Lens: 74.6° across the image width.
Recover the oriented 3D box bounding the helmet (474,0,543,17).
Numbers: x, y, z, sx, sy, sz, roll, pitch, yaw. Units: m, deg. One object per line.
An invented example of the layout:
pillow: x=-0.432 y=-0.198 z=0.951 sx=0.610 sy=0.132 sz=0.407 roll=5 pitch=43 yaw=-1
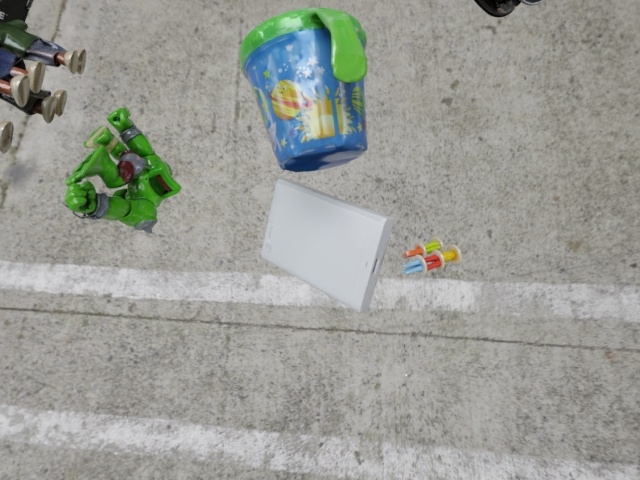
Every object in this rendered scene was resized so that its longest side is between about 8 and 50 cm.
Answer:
helmet: x=0.345 y=-0.481 z=0.709 sx=0.169 sy=0.169 sz=0.161 roll=41 pitch=102 yaw=20

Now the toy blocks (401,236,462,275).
toy blocks: x=0.248 y=0.042 z=1.030 sx=0.148 sy=0.123 sz=0.054 roll=-15 pitch=111 yaw=-17

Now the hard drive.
hard drive: x=0.000 y=0.000 z=0.923 sx=0.307 sy=0.040 sz=0.203 roll=25 pitch=108 yaw=36

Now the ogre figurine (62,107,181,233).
ogre figurine: x=-0.264 y=-0.088 z=0.576 sx=0.097 sy=0.118 sz=0.197 roll=-39 pitch=39 yaw=7

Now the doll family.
doll family: x=-0.261 y=-0.117 z=0.301 sx=0.111 sy=0.193 sz=0.076 roll=19 pitch=116 yaw=-17

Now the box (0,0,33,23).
box: x=-0.414 y=-0.377 z=0.379 sx=0.079 sy=0.322 sz=0.257 roll=29 pitch=100 yaw=20

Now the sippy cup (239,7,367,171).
sippy cup: x=-0.015 y=-0.251 z=0.768 sx=0.240 sy=0.305 sz=0.224 roll=-12 pitch=86 yaw=15
